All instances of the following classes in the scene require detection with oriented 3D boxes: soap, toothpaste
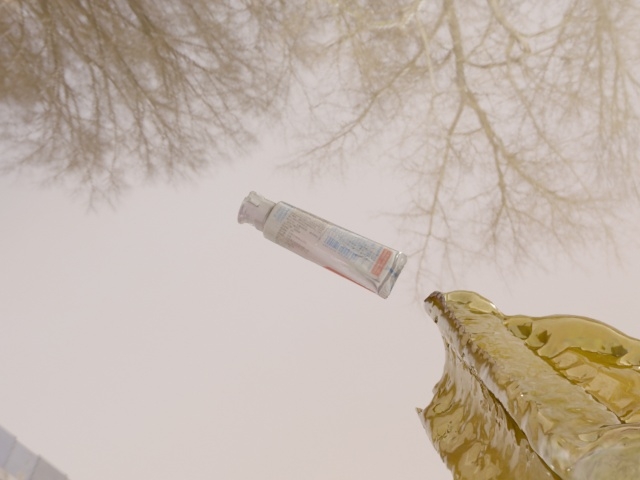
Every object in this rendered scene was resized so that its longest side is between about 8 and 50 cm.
[{"bbox_3d":[0.258,0.149,0.508,0.305,0.169,0.338,8,-171,-5],"label":"soap"},{"bbox_3d":[0.000,0.000,0.863,0.234,0.057,0.089,24,-133,12],"label":"toothpaste"}]
